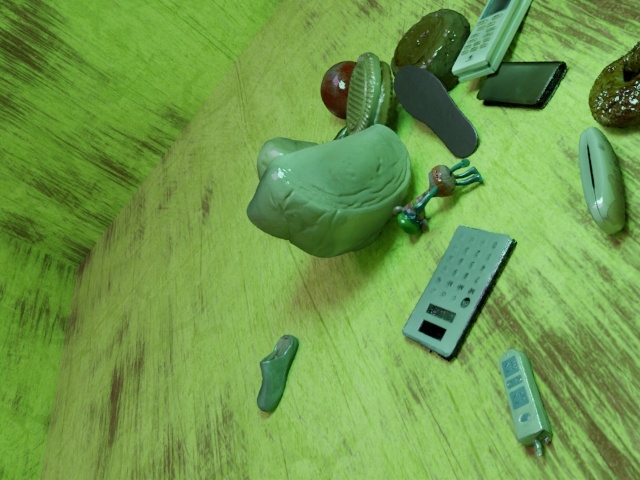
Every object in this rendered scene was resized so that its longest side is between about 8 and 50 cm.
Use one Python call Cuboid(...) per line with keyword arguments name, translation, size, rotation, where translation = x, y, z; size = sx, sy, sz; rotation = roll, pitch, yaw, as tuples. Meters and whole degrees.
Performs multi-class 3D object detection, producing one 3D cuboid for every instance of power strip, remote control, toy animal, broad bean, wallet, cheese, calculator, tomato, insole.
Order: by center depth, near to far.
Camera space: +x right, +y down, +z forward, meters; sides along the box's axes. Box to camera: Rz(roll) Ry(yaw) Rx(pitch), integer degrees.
Cuboid(name="power strip", translation=(0.318, 0.248, 1.012), size=(0.047, 0.030, 0.191), rotation=(-39, 34, 31))
Cuboid(name="calculator", translation=(0.261, 0.095, 1.251), size=(0.262, 0.021, 0.161), rotation=(-61, 29, -6))
Cuboid(name="toy animal", translation=(0.245, -0.096, 1.383), size=(0.208, 0.100, 0.103), rotation=(-37, 1, 25))
Cuboid(name="wallet", translation=(0.429, -0.339, 1.398), size=(0.110, 0.031, 0.198), rotation=(-59, 30, -2))
Cuboid(name="insole", translation=(0.266, -0.310, 1.517), size=(0.111, 0.007, 0.328), rotation=(-57, 48, 31))
Cuboid(name="remote control", translation=(0.406, -0.494, 1.520), size=(0.103, 0.055, 0.277), rotation=(-5, 50, 54))
Cuboid(name="cheese", translation=(-0.079, -0.167, 1.791), size=(0.173, 0.248, 0.251), rotation=(30, 96, 27))
Cuboid(name="tomato", translation=(0.078, -0.449, 1.913), size=(0.167, 0.167, 0.167), rotation=(-37, 36, 32))
Cuboid(name="broad bean", translation=(0.018, -0.264, 1.930), size=(0.254, 0.046, 0.065), rotation=(-39, 28, 27))

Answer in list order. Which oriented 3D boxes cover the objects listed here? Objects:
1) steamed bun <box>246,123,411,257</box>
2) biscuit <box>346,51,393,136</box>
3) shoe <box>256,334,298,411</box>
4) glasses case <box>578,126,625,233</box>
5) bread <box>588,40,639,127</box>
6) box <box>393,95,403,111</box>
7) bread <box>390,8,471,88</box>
Cuboid(name="steamed bun", translation=(0.045, -0.097, 1.477), size=(0.383, 0.236, 0.247), rotation=(-26, -14, -37))
Cuboid(name="biscuit", translation=(0.127, -0.371, 1.735), size=(0.259, 0.079, 0.259), rotation=(-175, 90, -78))
Cuboid(name="shoe", translation=(-0.120, 0.310, 1.565), size=(0.079, 0.078, 0.195), rotation=(-6, 54, 54))
Cuboid(name="glasses case", translation=(0.466, -0.103, 1.073), size=(0.051, 0.081, 0.204), rotation=(-26, 44, 40))
Cuboid(name="bread", translation=(0.553, -0.279, 1.127), size=(0.193, 0.064, 0.193), rotation=(-40, 31, 30))
Cuboid(name="box", translation=(0.237, -0.395, 1.755), size=(0.093, 0.015, 0.058), rotation=(-38, 37, 32))
Cuboid(name="bread", translation=(0.289, -0.471, 1.643), size=(0.230, 0.123, 0.230), rotation=(-34, 39, 33))
